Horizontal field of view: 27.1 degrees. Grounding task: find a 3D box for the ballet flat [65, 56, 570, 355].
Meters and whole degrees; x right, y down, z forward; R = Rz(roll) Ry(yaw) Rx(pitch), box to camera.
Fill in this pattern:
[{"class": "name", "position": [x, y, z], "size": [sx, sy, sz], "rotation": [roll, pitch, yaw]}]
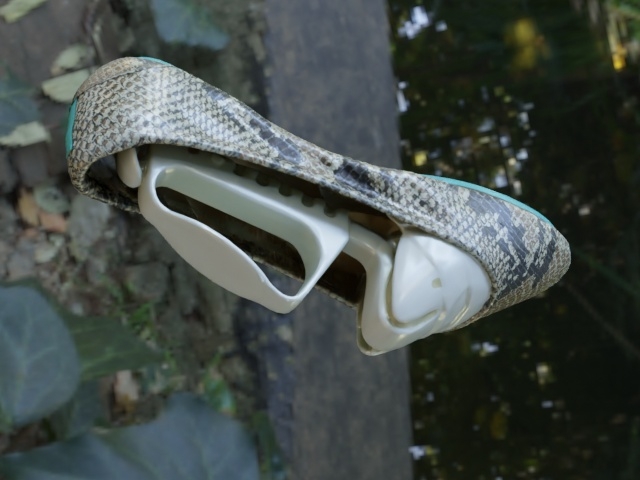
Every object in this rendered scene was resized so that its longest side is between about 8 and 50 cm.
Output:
[{"class": "ballet flat", "position": [0.000, 0.000, 1.163], "size": [0.482, 0.164, 0.182], "rotation": [22, 43, -14]}]
